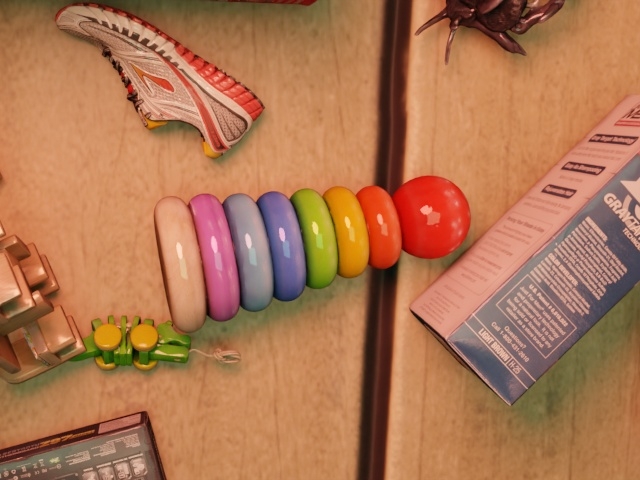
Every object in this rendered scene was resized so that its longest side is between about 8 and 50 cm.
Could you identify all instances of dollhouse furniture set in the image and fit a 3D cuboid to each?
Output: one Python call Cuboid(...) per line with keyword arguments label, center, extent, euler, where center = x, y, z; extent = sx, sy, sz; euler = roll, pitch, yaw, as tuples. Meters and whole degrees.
Cuboid(label="dollhouse furniture set", center=(-0.365, 0.023, 1.021), extent=(0.161, 0.212, 0.242), euler=(-26, 72, -6))

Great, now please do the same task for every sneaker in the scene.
Cuboid(label="sneaker", center=(-0.171, -0.164, 1.083), extent=(0.225, 0.088, 0.093), euler=(33, 93, -10))

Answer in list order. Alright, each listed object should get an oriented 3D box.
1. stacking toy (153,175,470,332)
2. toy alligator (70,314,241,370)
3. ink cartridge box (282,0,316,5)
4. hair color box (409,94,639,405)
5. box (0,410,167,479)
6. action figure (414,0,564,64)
Cuboid(label="stacking toy", center=(0.000, 0.000, 1.109), extent=(0.330, 0.141, 0.141), euler=(-10, 98, -11))
Cuboid(label="toy alligator", center=(-0.179, 0.104, 1.135), extent=(0.189, 0.056, 0.051), euler=(1, 56, -8))
Cuboid(label="ink cartridge box", center=(-0.180, -0.306, 0.968), extent=(0.384, 0.279, 0.160), euler=(1, 99, -8))
Cuboid(label="hair color box", center=(0.265, 0.000, 1.119), extent=(0.347, 0.174, 0.105), euler=(-44, 101, 0))
Cuboid(label="box", center=(-0.274, 0.302, 1.140), extent=(0.232, 0.059, 0.183), euler=(-15, 99, -6))
Cuboid(label="action figure", center=(0.215, -0.303, 1.098), extent=(0.275, 0.141, 0.164), euler=(-38, 110, 25))
